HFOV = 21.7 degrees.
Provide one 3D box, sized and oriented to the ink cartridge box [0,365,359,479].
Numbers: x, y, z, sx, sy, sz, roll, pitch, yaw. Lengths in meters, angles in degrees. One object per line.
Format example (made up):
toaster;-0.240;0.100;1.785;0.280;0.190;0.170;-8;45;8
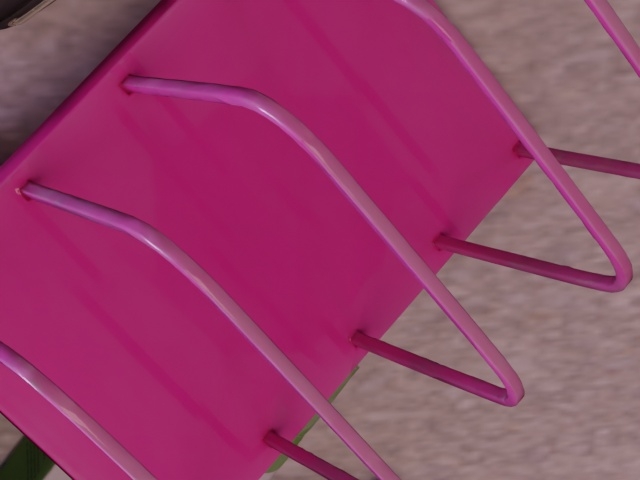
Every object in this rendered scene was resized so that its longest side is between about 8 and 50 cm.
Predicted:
ink cartridge box;-0.086;0.108;0.909;0.109;0.062;0.209;29;110;-24

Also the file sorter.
file sorter;0.000;0.000;0.737;0.290;0.182;0.202;-48;118;-14

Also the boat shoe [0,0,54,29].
boat shoe;-0.102;-0.172;0.772;0.206;0.075;0.065;-39;160;6
